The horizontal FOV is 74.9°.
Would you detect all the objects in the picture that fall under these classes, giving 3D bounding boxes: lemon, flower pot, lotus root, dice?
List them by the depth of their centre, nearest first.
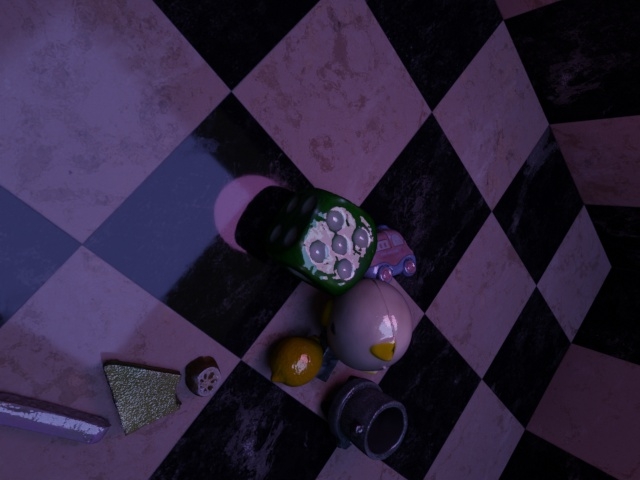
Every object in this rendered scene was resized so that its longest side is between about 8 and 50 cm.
[{"bbox_3d":[-0.396,0.466,1.432,0.112,0.081,0.122,-6,101,-39],"label":"lotus root"},{"bbox_3d":[0.000,0.000,1.478,0.287,0.297,0.300,35,79,-28],"label":"dice"},{"bbox_3d":[-0.087,0.444,1.554,0.244,0.186,0.187,-35,115,-35],"label":"lemon"},{"bbox_3d":[0.166,0.726,1.707,0.299,0.282,0.299,-8,105,-34],"label":"flower pot"}]

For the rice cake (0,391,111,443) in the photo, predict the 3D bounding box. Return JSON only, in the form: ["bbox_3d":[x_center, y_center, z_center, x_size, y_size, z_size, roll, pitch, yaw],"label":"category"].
[{"bbox_3d":[-0.798,0.502,1.184,0.399,0.064,0.070,33,85,-32],"label":"rice cake"}]

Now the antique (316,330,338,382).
[{"bbox_3d":[0.019,0.460,1.682,0.086,0.088,0.183,39,77,-32],"label":"antique"}]

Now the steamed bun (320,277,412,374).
[{"bbox_3d":[0.171,0.308,1.522,0.334,0.334,0.374,-34,158,-24],"label":"steamed bun"}]

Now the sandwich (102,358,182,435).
[{"bbox_3d":[-0.554,0.460,1.339,0.212,0.063,0.245,-18,107,-33],"label":"sandwich"}]

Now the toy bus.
[{"bbox_3d":[0.231,0.057,1.694,0.294,0.197,0.232,-13,87,-34],"label":"toy bus"}]
